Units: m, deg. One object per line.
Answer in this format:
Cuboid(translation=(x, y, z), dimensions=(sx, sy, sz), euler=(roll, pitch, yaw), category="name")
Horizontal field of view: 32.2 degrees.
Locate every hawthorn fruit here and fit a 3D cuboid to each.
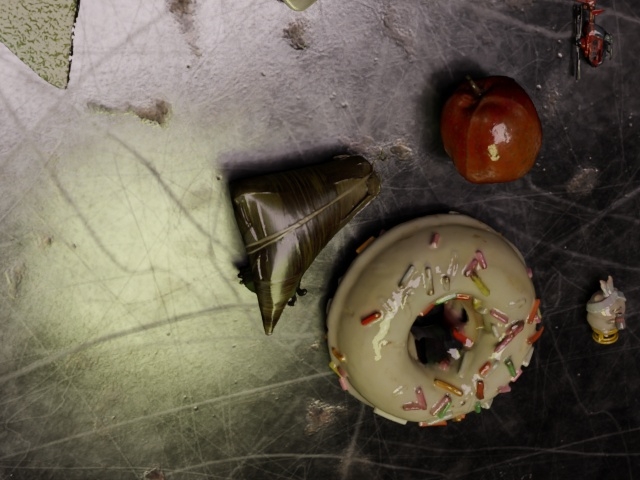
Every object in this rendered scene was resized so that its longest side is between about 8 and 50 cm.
Cuboid(translation=(0.258, -0.185, 1.709), dimensions=(0.157, 0.157, 0.194), euler=(-32, 130, -5), category="hawthorn fruit")

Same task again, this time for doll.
Cuboid(translation=(0.515, 0.127, 1.975), dimensions=(0.073, 0.084, 0.127), euler=(-18, 125, -15), category="doll")

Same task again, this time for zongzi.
Cuboid(translation=(0.000, 0.000, 1.703), dimensions=(0.248, 0.111, 0.240), euler=(-15, 101, -15), category="zongzi")

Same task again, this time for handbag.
Cuboid(translation=(-0.082, 0.067, 1.751), dimensions=(0.111, 0.047, 0.072), euler=(15, 138, -26), category="handbag")

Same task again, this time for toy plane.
Cuboid(translation=(0.436, -0.334, 1.787), dimensions=(0.060, 0.037, 0.145), euler=(-10, 119, -5), category="toy plane")

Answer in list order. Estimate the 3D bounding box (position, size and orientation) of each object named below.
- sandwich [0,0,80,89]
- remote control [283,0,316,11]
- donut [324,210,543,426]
Cuboid(translation=(-0.425, -0.338, 1.462), dimensions=(0.212, 0.063, 0.244), euler=(6, 108, -18), category="sandwich")
Cuboid(translation=(-0.072, -0.426, 1.547), dimensions=(0.090, 0.049, 0.230), euler=(-39, 123, 3), category="remote control")
Cuboid(translation=(0.194, 0.143, 1.834), dimensions=(0.383, 0.142, 0.382), euler=(-7, 114, -16), category="donut")
